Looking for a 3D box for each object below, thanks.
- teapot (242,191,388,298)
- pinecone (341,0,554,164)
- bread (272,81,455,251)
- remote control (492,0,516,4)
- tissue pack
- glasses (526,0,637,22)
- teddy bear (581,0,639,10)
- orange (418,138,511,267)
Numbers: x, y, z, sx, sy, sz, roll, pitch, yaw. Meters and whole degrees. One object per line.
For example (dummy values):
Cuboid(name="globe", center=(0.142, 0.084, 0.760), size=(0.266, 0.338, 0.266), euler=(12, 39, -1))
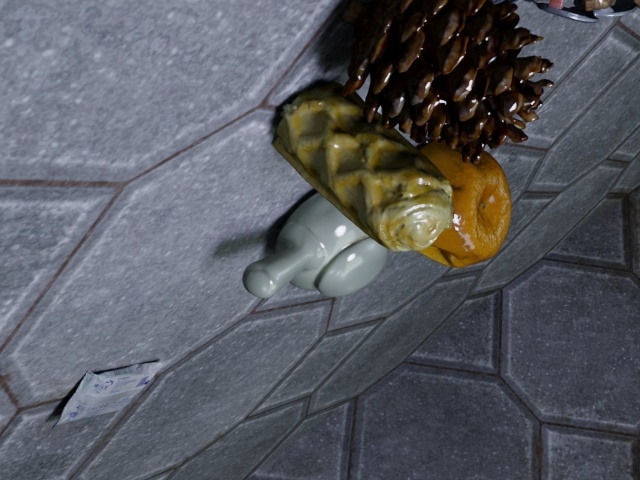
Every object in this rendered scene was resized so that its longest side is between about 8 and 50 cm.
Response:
Cuboid(name="teapot", center=(-0.011, 0.025, 1.528), size=(0.318, 0.149, 0.220), euler=(-27, 153, -26))
Cuboid(name="pinecone", center=(0.152, -0.221, 1.162), size=(0.224, 0.273, 0.224), euler=(-155, -90, -86))
Cuboid(name="bread", center=(0.063, -0.092, 1.238), size=(0.152, 0.268, 0.130), euler=(-6, 136, -56))
Cuboid(name="remote control", center=(0.249, -0.347, 1.317), size=(0.266, 0.066, 0.090), euler=(-35, 159, -18))
Cuboid(name="tissue pack", center=(-0.351, 0.253, 1.579), size=(0.122, 0.026, 0.193), euler=(-48, 160, 18))
Cuboid(name="glasses", center=(0.444, -0.471, 1.471), size=(0.234, 0.118, 0.268), euler=(-20, 133, -42))
Cuboid(name="teddy bear", center=(0.419, -0.410, 1.239), size=(0.246, 0.222, 0.296), euler=(-58, 162, 14))
Cuboid(name="orange", center=(0.230, -0.074, 1.726), size=(0.183, 0.248, 0.249), euler=(1, -178, 35))
